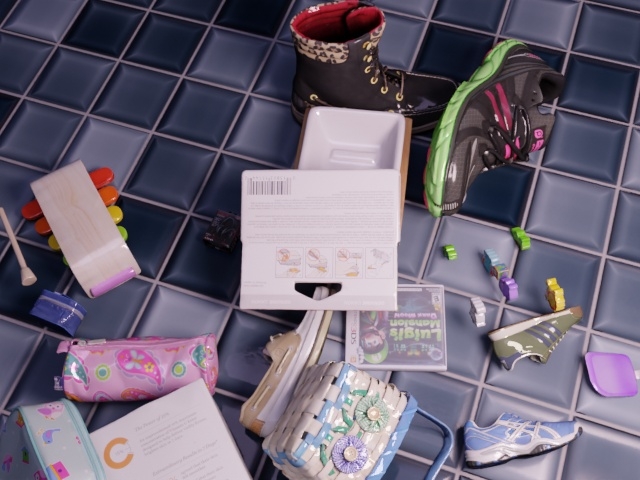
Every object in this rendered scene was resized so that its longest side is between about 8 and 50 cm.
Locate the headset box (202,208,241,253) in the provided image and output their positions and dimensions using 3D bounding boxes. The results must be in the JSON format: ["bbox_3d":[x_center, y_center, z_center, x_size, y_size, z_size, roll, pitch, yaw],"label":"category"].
[{"bbox_3d":[-0.195,-0.022,1.580,0.062,0.032,0.083,20,66,13],"label":"headset box"}]

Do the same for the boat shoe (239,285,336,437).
[{"bbox_3d":[-0.055,0.212,1.403,0.103,0.113,0.302,18,65,6],"label":"boat shoe"}]

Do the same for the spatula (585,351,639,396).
[{"bbox_3d":[0.632,0.237,1.399,0.296,0.030,0.084,-4,63,1],"label":"spatula"}]

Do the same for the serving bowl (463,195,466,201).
[{"bbox_3d":[0.264,-0.106,1.602,0.083,0.027,0.083,-1,63,2],"label":"serving bowl"}]

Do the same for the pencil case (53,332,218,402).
[{"bbox_3d":[-0.329,0.230,1.403,0.284,0.124,0.124,-1,62,1],"label":"pencil case"}]

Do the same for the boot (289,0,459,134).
[{"bbox_3d":[0.114,-0.355,1.596,0.377,0.284,0.138,3,62,6],"label":"boot"}]

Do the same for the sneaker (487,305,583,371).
[{"bbox_3d":[0.407,0.185,1.427,0.192,0.064,0.086,-14,81,-14],"label":"sneaker"}]

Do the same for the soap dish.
[{"bbox_3d":[0.061,-0.130,1.575,0.228,0.118,0.291,6,62,6],"label":"soap dish"}]

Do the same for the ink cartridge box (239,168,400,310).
[{"bbox_3d":[0.000,0.000,1.431,0.296,0.066,0.261,0,84,7],"label":"ink cartridge box"}]

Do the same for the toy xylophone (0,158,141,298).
[{"bbox_3d":[-0.515,-0.028,1.572,0.236,0.081,0.323,-21,63,-8],"label":"toy xylophone"}]

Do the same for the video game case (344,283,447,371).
[{"bbox_3d":[0.143,0.164,1.469,0.190,0.022,0.173,1,62,3],"label":"video game case"}]

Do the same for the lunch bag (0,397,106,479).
[{"bbox_3d":[-0.436,0.413,1.233,0.107,0.279,0.224,-7,45,-42],"label":"lunch bag"}]

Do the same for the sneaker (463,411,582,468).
[{"bbox_3d":[0.349,0.335,1.334,0.211,0.080,0.081,-10,65,-4],"label":"sneaker"}]

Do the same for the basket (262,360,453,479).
[{"bbox_3d":[0.069,0.358,1.281,0.289,0.201,0.255,40,64,-19],"label":"basket"}]

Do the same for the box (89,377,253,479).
[{"bbox_3d":[-0.209,0.440,1.259,0.215,0.168,0.345,-26,64,-10],"label":"box"}]

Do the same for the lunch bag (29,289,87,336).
[{"bbox_3d":[-0.509,0.136,1.493,0.098,0.067,0.065,19,65,13],"label":"lunch bag"}]

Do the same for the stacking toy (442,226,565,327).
[{"bbox_3d":[0.344,0.066,1.475,0.166,0.052,0.221,-12,40,-5],"label":"stacking toy"}]

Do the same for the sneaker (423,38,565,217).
[{"bbox_3d":[0.360,-0.230,1.564,0.202,0.185,0.483,29,62,15],"label":"sneaker"}]
